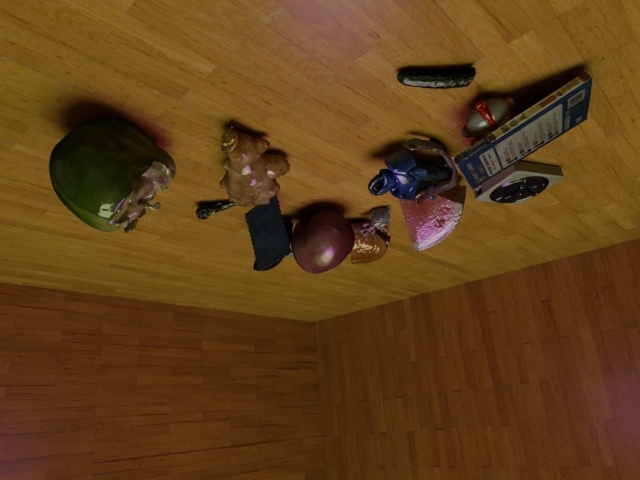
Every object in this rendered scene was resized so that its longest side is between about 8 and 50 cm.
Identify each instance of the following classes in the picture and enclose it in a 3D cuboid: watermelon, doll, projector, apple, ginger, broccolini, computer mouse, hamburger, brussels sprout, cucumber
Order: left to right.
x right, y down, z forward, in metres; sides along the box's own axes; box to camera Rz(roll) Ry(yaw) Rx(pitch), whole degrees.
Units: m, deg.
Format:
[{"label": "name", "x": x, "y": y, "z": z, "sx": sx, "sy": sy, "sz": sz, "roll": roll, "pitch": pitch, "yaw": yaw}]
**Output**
[{"label": "brussels sprout", "x": -0.609, "y": -0.204, "z": 1.419, "sx": 0.276, "sy": 0.315, "sz": 0.371, "roll": -46, "pitch": 178, "yaw": 25}, {"label": "broccolini", "x": -0.418, "y": -0.143, "z": 1.984, "sx": 0.202, "sy": 0.068, "sz": 0.091, "roll": -21, "pitch": 172, "yaw": 0}, {"label": "ginger", "x": -0.217, "y": -0.232, "z": 1.611, "sx": 0.236, "sy": 0.166, "sz": 0.375, "roll": 8, "pitch": 164, "yaw": -8}, {"label": "computer mouse", "x": -0.199, "y": 0.033, "z": 2.176, "sx": 0.100, "sy": 0.270, "sz": 0.170, "roll": 34, "pitch": 154, "yaw": -15}, {"label": "apple", "x": 0.000, "y": 0.000, "z": 2.123, "sx": 0.305, "sy": 0.306, "sz": 0.235, "roll": -23, "pitch": 116, "yaw": 40}, {"label": "hamburger", "x": 0.240, "y": 0.008, "z": 2.357, "sx": 0.208, "sy": 0.162, "sz": 0.330, "roll": -6, "pitch": 155, "yaw": 8}, {"label": "doll", "x": 0.253, "y": -0.089, "z": 2.181, "sx": 0.180, "sy": 0.094, "sz": 0.079, "roll": -45, "pitch": -172, "yaw": 22}, {"label": "watermelon", "x": 0.445, "y": -0.114, "z": 1.962, "sx": 0.292, "sy": 0.251, "sz": 0.283, "roll": 3, "pitch": 153, "yaw": -27}, {"label": "cucumber", "x": 0.312, "y": -0.443, "z": 1.317, "sx": 0.214, "sy": 0.052, "sz": 0.058, "roll": -2, "pitch": 130, "yaw": -4}, {"label": "doll", "x": 0.547, "y": -0.357, "z": 1.520, "sx": 0.199, "sy": 0.106, "sz": 0.336, "roll": -31, "pitch": 151, "yaw": 20}, {"label": "projector", "x": 0.810, "y": -0.223, "z": 1.979, "sx": 0.258, "sy": 0.079, "sz": 0.257, "roll": 2, "pitch": 158, "yaw": -22}]

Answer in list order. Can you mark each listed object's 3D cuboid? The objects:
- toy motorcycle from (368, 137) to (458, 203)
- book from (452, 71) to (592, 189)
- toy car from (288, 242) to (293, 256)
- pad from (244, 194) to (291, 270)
[{"label": "toy motorcycle", "x": 0.331, "y": -0.255, "z": 1.721, "sx": 0.318, "sy": 0.241, "sz": 0.182, "roll": 1, "pitch": -160, "yaw": -31}, {"label": "book", "x": 0.635, "y": -0.322, "z": 1.519, "sx": 0.427, "sy": 0.039, "sz": 0.300, "roll": -33, "pitch": 158, "yaw": 17}, {"label": "toy car", "x": -0.188, "y": 0.042, "z": 2.470, "sx": 0.224, "sy": 0.076, "sz": 0.090, "roll": 2, "pitch": 160, "yaw": -19}, {"label": "pad", "x": -0.222, "y": -0.031, "z": 2.000, "sx": 0.012, "sy": 0.269, "sz": 0.269, "roll": -5, "pitch": 165, "yaw": -40}]
